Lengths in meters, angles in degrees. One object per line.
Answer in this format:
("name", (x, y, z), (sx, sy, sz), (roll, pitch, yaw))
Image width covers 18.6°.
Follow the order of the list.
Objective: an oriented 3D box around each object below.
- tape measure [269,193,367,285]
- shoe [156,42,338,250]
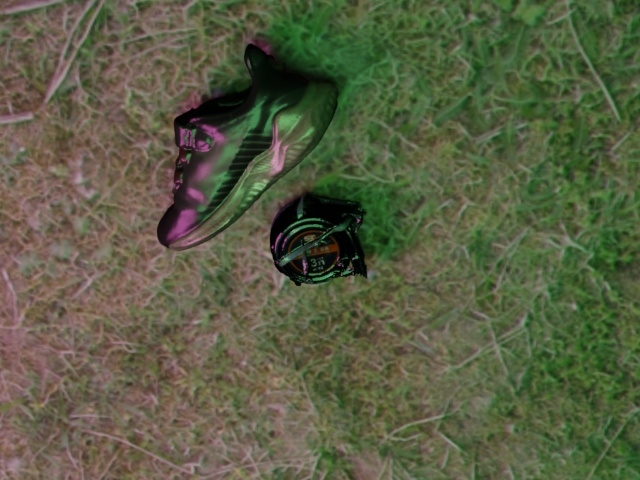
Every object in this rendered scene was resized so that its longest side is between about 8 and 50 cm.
("tape measure", (-0.002, -0.001, 1.892), (0.094, 0.054, 0.091), (-4, 119, -1))
("shoe", (-0.087, -0.090, 1.828), (0.227, 0.099, 0.112), (-40, 103, 19))
